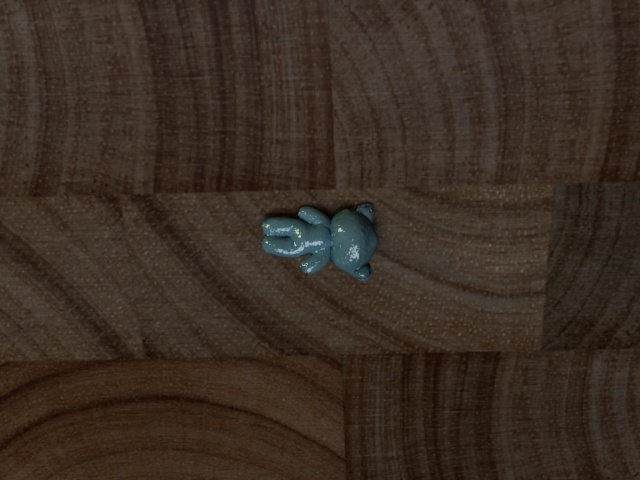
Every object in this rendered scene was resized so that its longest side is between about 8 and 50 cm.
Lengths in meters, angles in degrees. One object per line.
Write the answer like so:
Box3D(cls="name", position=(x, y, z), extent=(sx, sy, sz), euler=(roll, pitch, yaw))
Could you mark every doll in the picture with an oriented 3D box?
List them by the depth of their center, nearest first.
Box3D(cls="doll", position=(0.002, 0.000, 1.935), extent=(0.180, 0.075, 0.120), euler=(2, 86, 11))
